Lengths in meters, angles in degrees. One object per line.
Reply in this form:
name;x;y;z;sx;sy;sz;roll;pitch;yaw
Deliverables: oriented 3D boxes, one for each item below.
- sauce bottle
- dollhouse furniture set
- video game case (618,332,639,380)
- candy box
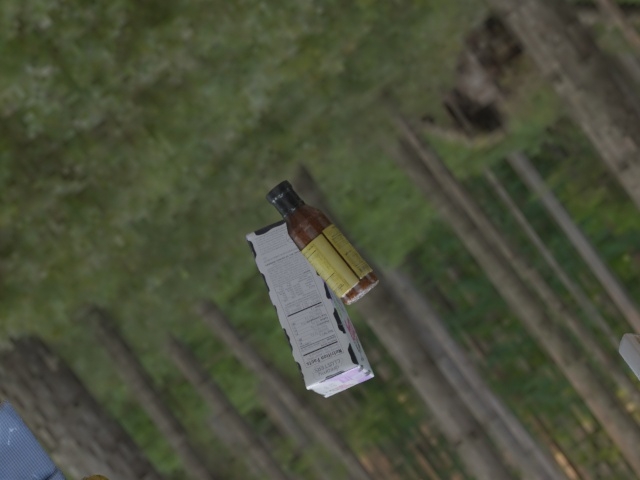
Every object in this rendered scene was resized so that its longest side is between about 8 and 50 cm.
sauce bottle;0.000;0.000;1.582;0.042;0.128;0.042;-37;173;-5
dollhouse furniture set;-0.420;0.292;2.076;0.303;0.286;0.198;-37;-170;-28
video game case;0.418;0.160;1.630;0.227;0.206;0.026;-118;-142;-57
candy box;-0.011;0.081;2.059;0.070;0.196;0.165;-23;169;3
